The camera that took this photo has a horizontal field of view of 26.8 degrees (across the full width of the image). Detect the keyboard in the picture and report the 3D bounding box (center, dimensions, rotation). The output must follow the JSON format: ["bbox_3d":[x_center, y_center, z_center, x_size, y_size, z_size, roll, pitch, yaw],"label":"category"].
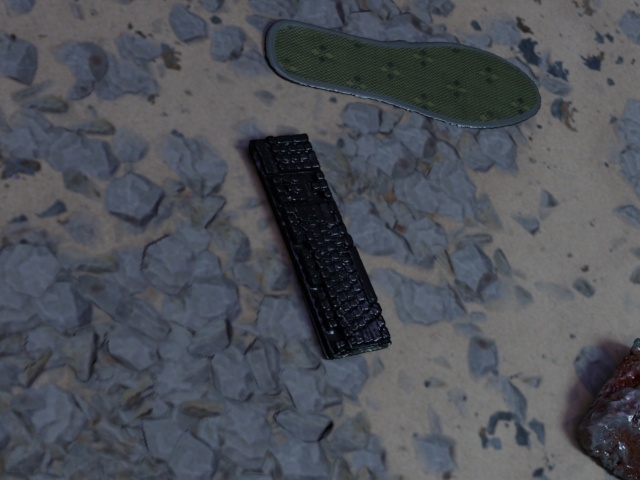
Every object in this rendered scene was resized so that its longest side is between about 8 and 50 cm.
[{"bbox_3d":[0.000,0.000,1.259,0.072,0.023,0.231,-10,68,-31],"label":"keyboard"}]

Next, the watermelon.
[{"bbox_3d":[0.314,0.182,1.279,0.139,0.071,0.187,-6,66,-23],"label":"watermelon"}]

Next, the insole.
[{"bbox_3d":[0.093,-0.175,1.407,0.322,0.007,0.109,9,60,-21],"label":"insole"}]
